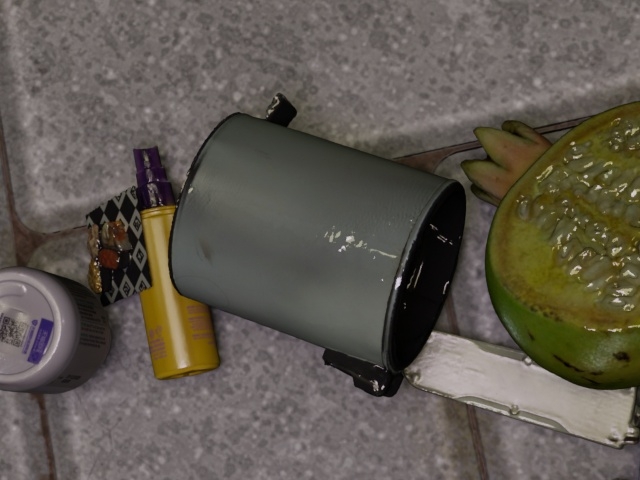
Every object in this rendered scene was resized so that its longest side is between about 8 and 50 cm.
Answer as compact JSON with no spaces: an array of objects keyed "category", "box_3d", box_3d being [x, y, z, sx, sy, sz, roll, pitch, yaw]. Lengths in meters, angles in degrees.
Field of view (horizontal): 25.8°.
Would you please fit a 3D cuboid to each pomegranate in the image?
[{"category":"pomegranate","box_3d":[0.310,0.002,1.495,0.310,0.216,0.358,-48,48,-4]}]

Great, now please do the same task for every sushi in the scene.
[{"category":"sushi","box_3d":[-0.246,0.010,1.622,0.126,0.026,0.120,-23,75,50]}]

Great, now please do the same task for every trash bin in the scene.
[{"category":"trash bin","box_3d":[0.000,0.000,1.513,0.262,0.217,0.277,18,85,18]}]

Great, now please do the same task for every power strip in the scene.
[{"category":"power strip","box_3d":[0.219,0.162,1.558,0.286,0.048,0.080,14,83,11]}]

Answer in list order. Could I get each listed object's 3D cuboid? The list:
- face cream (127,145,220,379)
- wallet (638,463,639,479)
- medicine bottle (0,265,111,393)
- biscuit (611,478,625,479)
[{"category":"face cream","box_3d":[-0.179,0.022,1.624,0.078,0.078,0.273,-13,81,7]},{"category":"wallet","box_3d":[0.417,0.261,1.493,0.167,0.036,0.222,10,84,-12]},{"category":"medicine bottle","box_3d":[-0.309,0.104,1.563,0.135,0.215,0.135,-1,83,9]},{"category":"biscuit","box_3d":[0.286,0.377,1.517,0.150,0.052,0.252,25,85,10]}]
